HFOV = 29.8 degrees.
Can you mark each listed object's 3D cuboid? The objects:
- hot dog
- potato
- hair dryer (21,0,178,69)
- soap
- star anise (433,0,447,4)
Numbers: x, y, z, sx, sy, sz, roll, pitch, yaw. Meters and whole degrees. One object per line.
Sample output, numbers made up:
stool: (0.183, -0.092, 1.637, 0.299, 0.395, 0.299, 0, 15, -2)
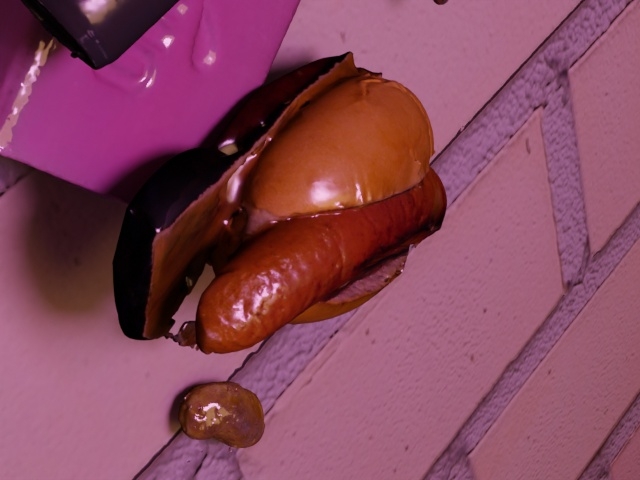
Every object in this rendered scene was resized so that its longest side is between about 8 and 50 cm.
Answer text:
hot dog: (0.002, -0.006, 0.767, 0.326, 0.107, 0.194, -47, 157, -47)
potato: (-0.069, 0.128, 0.890, 0.046, 0.045, 0.092, -36, 147, 20)
hair dryer: (-0.145, -0.204, 0.533, 0.255, 0.070, 0.128, 44, 82, -18)
soap: (-0.093, -0.147, 0.673, 0.181, 0.081, 0.259, 26, 88, -55)
star anise: (0.111, -0.319, 0.820, 0.315, 0.108, 0.315, -27, 128, -40)
